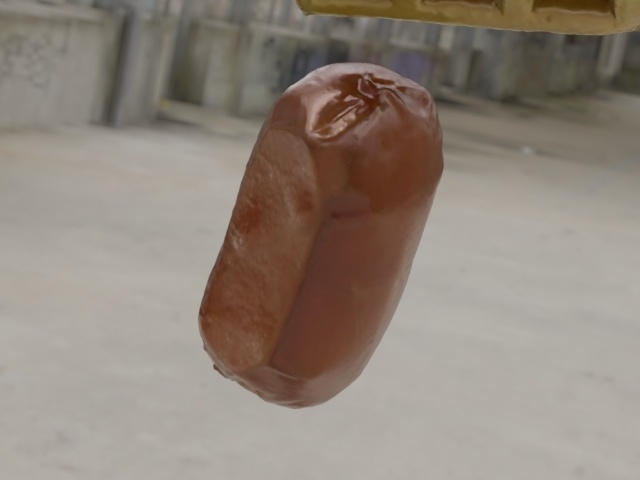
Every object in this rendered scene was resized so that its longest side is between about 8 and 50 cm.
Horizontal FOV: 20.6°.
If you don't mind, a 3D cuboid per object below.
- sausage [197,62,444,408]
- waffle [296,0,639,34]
[{"bbox_3d":[0.002,0.000,1.156,0.133,0.258,0.133,14,28,-8],"label":"sausage"},{"bbox_3d":[0.085,-0.200,0.985,0.221,0.055,0.248,4,-25,8],"label":"waffle"}]
